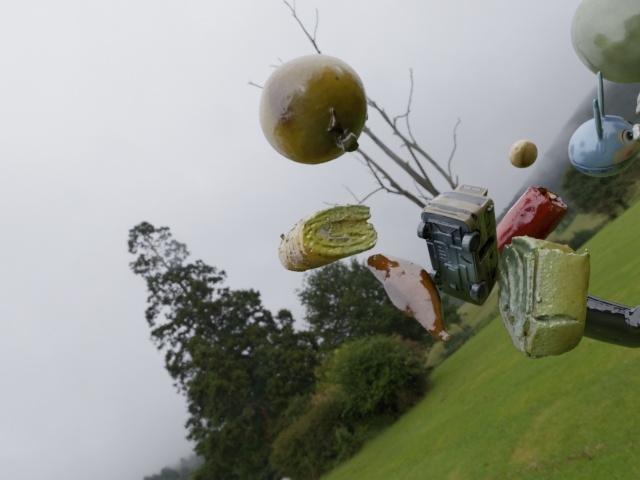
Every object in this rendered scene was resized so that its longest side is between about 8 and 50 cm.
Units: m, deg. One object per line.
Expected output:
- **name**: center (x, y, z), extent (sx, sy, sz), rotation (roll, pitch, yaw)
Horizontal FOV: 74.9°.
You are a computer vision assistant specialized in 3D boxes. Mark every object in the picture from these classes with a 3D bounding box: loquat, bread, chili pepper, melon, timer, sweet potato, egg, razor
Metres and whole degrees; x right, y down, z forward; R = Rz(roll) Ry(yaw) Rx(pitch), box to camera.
- **loquat**: center (-0.003, -0.371, 1.239), extent (0.329, 0.359, 0.328), rotation (-28, -35, -22)
- **bread**: center (0.000, 0.000, 1.324), extent (0.237, 0.165, 0.375), rotation (-13, -5, -17)
- **chili pepper**: center (0.619, -0.009, 1.333), extent (0.135, 0.131, 0.338), rotation (3, -44, -31)
- **melon**: center (0.841, -0.572, 1.133), extent (0.272, 0.307, 0.271), rotation (-11, -18, -4)
- **timer**: center (0.736, -0.276, 1.060), extent (0.175, 0.175, 0.255), rotation (-38, -33, -17)
- **sweet potato**: center (0.213, 0.111, 1.002), extent (0.112, 0.359, 0.112), rotation (-10, -56, -15)
- **egg**: center (0.599, -0.258, 1.239), extent (0.080, 0.080, 0.096), rotation (-50, -32, 13)
- **bread**: center (0.462, 0.116, 0.877), extent (0.186, 0.124, 0.256), rotation (100, 174, -75)
- **razor**: center (0.798, 0.218, 1.280), extent (0.113, 0.349, 0.204), rotation (-56, -39, -16)

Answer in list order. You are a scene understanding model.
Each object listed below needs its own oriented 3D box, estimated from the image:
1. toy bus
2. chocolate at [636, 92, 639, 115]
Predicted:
- **toy bus**: center (0.343, 0.013, 0.999), extent (0.157, 0.139, 0.289), rotation (-46, -48, -25)
- **chocolate**: center (1.154, -0.436, 1.321), extent (0.213, 0.303, 0.303), rotation (-55, -21, -2)
